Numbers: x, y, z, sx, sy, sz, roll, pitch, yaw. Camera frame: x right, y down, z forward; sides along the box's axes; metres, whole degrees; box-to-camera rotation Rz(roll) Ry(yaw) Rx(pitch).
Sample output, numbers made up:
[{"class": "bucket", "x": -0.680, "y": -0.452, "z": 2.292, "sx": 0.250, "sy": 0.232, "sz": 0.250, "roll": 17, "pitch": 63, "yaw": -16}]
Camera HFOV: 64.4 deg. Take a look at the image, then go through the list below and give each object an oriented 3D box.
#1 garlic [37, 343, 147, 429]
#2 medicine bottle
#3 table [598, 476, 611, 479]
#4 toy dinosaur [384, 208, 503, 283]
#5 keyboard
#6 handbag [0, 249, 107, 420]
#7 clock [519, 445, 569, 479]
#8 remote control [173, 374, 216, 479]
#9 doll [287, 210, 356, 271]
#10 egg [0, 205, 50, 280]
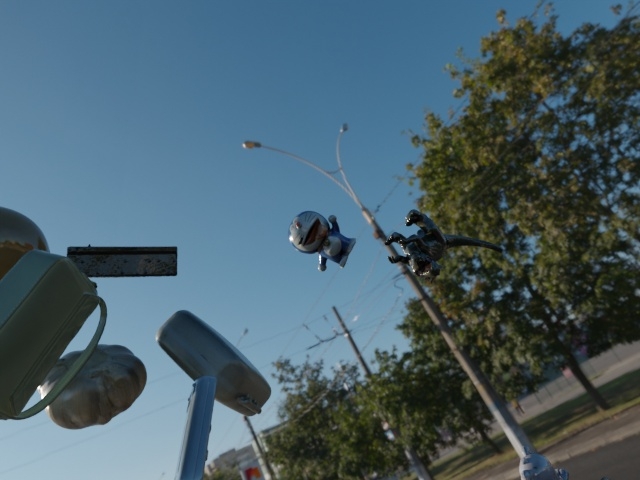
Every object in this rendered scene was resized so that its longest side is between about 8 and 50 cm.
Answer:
[{"class": "garlic", "x": -0.499, "y": 0.324, "z": 1.125, "sx": 0.227, "sy": 0.228, "sz": 0.152, "roll": -11, "pitch": -72, "yaw": -34}, {"class": "medicine bottle", "x": -0.257, "y": 0.316, "z": 1.282, "sx": 0.123, "sy": 0.282, "sz": 0.375, "roll": -49, "pitch": -20, "yaw": -15}, {"class": "table", "x": 0.331, "y": 0.542, "z": 0.656, "sx": 0.272, "sy": 0.335, "sz": 0.222, "roll": -1, "pitch": -38, "yaw": -36}, {"class": "toy dinosaur", "x": 0.196, "y": 0.036, "z": 0.823, "sx": 0.087, "sy": 0.179, "sz": 0.187, "roll": -53, "pitch": 5, "yaw": 38}, {"class": "keyboard", "x": -0.581, "y": 0.059, "z": 1.493, "sx": 0.309, "sy": 0.101, "sz": 0.018, "roll": 0, "pitch": -15, "yaw": -13}, {"class": "handbag", "x": -0.452, "y": 0.161, "z": 0.816, "sx": 0.219, "sy": 0.079, "sz": 0.256, "roll": 76, "pitch": -147, "yaw": -49}, {"class": "clock", "x": 0.456, "y": 0.522, "z": 1.040, "sx": 0.080, "sy": 0.117, "sz": 0.176, "roll": -48, "pitch": 8, "yaw": 35}, {"class": "remote control", "x": -0.208, "y": 0.329, "z": 0.843, "sx": 0.047, "sy": 0.244, "sz": 0.087, "roll": 12, "pitch": -57, "yaw": -12}, {"class": "doll", "x": 0.000, "y": 0.000, "z": 1.890, "sx": 0.161, "sy": 0.256, "sz": 0.215, "roll": -36, "pitch": -29, "yaw": -82}, {"class": "egg", "x": -0.751, "y": 0.090, "z": 1.064, "sx": 0.374, "sy": 0.301, "sz": 0.301, "roll": -41, "pitch": -25, "yaw": 4}]
